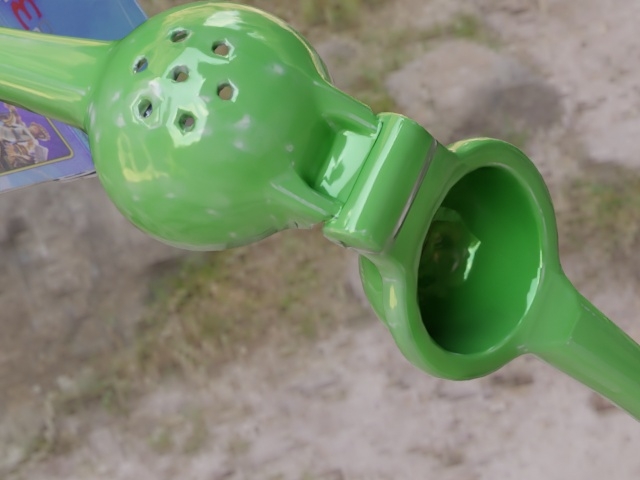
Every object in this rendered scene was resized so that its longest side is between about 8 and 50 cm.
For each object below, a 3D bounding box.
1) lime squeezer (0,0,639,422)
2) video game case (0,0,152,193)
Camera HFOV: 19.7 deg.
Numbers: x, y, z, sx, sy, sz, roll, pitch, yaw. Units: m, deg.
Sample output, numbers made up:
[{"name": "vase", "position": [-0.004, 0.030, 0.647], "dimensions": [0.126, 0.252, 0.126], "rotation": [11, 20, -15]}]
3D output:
[{"name": "lime squeezer", "position": [0.000, 0.000, 0.439], "dimensions": [0.110, 0.310, 0.058], "rotation": [-47, 20, 58]}, {"name": "video game case", "position": [-0.212, -0.118, 0.582], "dimensions": [0.244, 0.269, 0.061], "rotation": [-10, 34, 38]}]
